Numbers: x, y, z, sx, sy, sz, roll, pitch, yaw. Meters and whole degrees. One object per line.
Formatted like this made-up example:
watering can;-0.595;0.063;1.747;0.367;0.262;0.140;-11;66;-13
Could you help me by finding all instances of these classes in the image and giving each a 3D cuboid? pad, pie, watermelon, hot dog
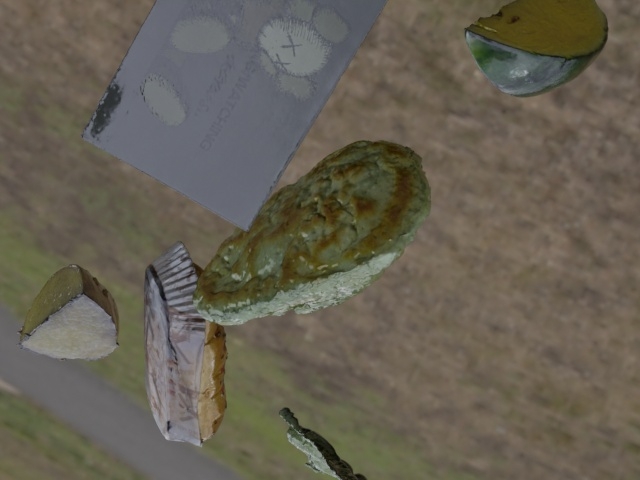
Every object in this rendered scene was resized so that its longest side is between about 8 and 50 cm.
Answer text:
pad;-0.055;-0.112;0.937;0.127;0.190;0.004;29;-162;-9
pie;0.000;0.000;1.349;0.248;0.201;0.090;-22;121;33
watermelon;0.218;-0.186;1.350;0.075;0.181;0.092;-9;104;44
hot dog;-0.142;0.113;1.512;0.253;0.069;0.131;94;153;-42

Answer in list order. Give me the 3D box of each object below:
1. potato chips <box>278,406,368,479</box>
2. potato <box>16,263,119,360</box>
potato chips;0.025;0.199;1.184;0.092;0.028;0.207;45;174;-29
potato;-0.271;0.071;1.693;0.100;0.089;0.172;22;143;-24
